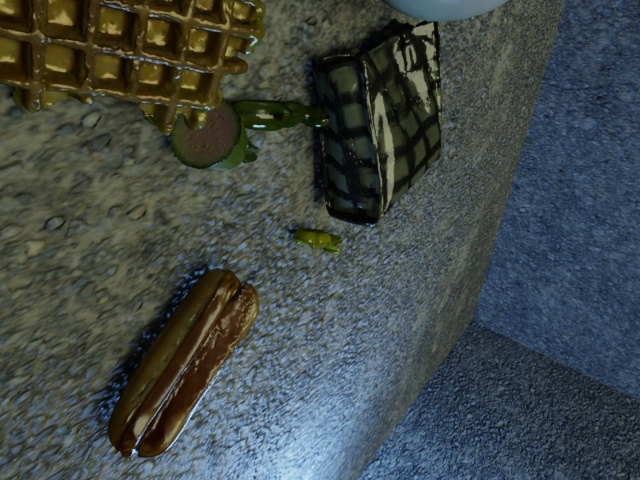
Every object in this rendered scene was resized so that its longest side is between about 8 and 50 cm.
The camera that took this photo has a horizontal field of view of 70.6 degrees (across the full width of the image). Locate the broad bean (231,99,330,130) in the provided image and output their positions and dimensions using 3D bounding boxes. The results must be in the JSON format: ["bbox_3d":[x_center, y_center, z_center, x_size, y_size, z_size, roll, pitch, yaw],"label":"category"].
[{"bbox_3d":[-0.072,-0.200,0.725,0.213,0.070,0.048,-13,116,-43],"label":"broad bean"}]

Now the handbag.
[{"bbox_3d":[0.130,-0.245,0.921,0.325,0.162,0.327,-44,136,-37],"label":"handbag"}]

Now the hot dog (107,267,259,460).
[{"bbox_3d":[-0.230,0.199,0.740,0.337,0.100,0.135,-58,141,-13],"label":"hot dog"}]

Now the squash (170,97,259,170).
[{"bbox_3d":[-0.141,-0.136,0.655,0.105,0.105,0.132,-63,167,-2],"label":"squash"}]

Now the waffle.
[{"bbox_3d":[-0.191,-0.227,0.434,0.281,0.058,0.301,-50,143,13],"label":"waffle"}]

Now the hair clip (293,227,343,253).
[{"bbox_3d":[0.000,0.000,0.975,0.173,0.072,0.046,14,89,-64],"label":"hair clip"}]

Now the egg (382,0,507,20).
[{"bbox_3d":[0.196,-0.466,0.648,0.283,0.345,0.283,-12,123,-19],"label":"egg"}]
